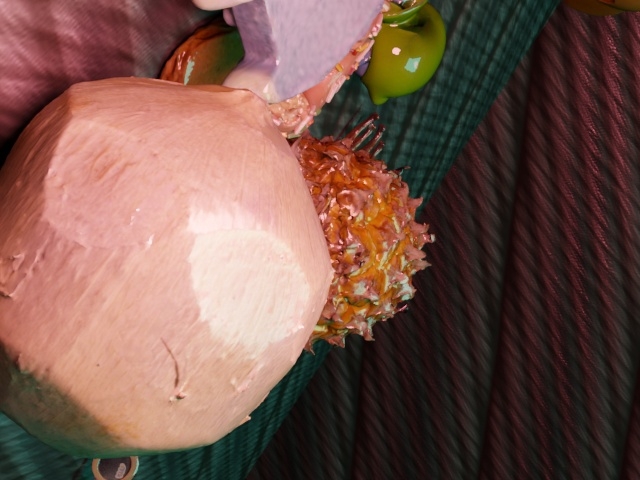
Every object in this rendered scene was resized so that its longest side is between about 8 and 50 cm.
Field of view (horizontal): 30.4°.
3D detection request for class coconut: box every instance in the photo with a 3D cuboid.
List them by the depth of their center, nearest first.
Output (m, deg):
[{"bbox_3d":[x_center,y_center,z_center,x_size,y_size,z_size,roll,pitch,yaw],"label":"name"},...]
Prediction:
[{"bbox_3d":[-0.154,0.015,1.128,0.360,0.346,0.346,-47,171,10],"label":"coconut"}]

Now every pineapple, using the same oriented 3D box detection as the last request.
[{"bbox_3d":[-0.020,-0.004,1.752,0.352,0.352,0.300,-54,160,7],"label":"pineapple"}]

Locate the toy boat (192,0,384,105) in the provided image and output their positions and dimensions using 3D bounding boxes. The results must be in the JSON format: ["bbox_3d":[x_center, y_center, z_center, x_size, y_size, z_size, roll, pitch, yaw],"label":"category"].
[{"bbox_3d":[-0.037,-0.286,1.255,0.330,0.123,0.215,-53,141,-34],"label":"toy boat"}]

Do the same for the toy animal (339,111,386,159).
[{"bbox_3d":[0.032,-0.146,2.168,0.230,0.066,0.224,-42,168,-10],"label":"toy animal"}]

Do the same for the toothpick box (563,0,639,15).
[{"bbox_3d":[0.580,-0.611,2.062,0.425,0.409,0.409,-49,170,4],"label":"toothpick box"}]

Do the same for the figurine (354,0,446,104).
[{"bbox_3d":[0.117,-0.325,1.785,0.162,0.143,0.263,-53,160,-33],"label":"figurine"}]

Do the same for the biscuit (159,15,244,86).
[{"bbox_3d":[-0.164,-0.139,1.385,0.277,0.052,0.262,-59,168,30],"label":"biscuit"}]

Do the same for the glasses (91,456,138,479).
[{"bbox_3d":[-0.378,0.437,2.237,0.189,0.088,0.220,-56,169,14],"label":"glasses"}]

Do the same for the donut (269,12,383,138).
[{"bbox_3d":[-0.004,-0.232,1.549,0.233,0.085,0.199,-52,180,14],"label":"donut"}]
